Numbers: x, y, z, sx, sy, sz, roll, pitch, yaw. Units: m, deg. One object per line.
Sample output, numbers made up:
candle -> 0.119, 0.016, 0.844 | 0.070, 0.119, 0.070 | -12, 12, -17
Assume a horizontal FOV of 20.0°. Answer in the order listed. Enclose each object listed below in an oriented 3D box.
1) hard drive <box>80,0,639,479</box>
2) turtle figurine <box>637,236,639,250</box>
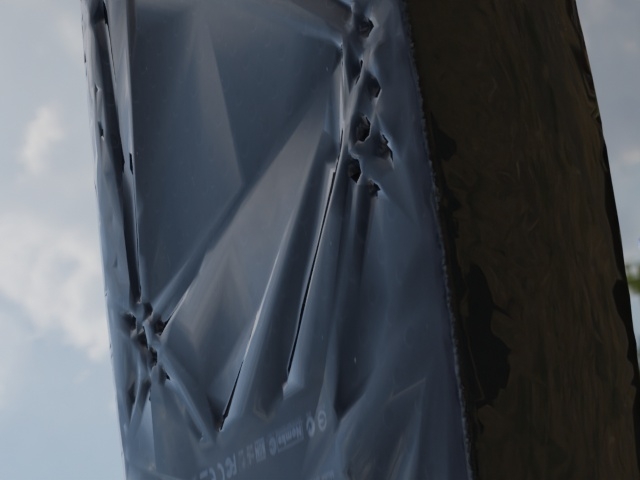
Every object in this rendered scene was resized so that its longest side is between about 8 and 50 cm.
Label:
hard drive -> 0.000, 0.000, 0.397 | 0.054, 0.172, 0.255 | 0, -109, -26
turtle figurine -> 0.185, 0.101, 0.466 | 0.275, 0.198, 0.266 | 53, -149, 17
